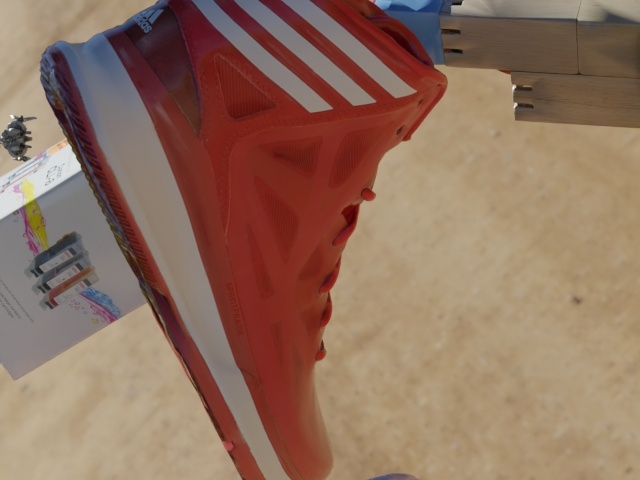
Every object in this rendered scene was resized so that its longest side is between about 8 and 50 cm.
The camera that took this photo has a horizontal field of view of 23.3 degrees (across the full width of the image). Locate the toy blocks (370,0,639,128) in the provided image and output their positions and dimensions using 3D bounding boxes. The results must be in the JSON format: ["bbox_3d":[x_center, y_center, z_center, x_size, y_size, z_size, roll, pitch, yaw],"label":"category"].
[{"bbox_3d":[0.183,-0.221,1.176,0.260,0.191,0.381,6,48,17],"label":"toy blocks"}]

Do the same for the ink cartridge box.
[{"bbox_3d":[-0.209,0.001,1.282,0.176,0.127,0.128,-30,21,8],"label":"ink cartridge box"}]

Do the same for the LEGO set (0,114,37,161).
[{"bbox_3d":[-0.318,-0.111,1.574,0.054,0.083,0.023,-58,0,13],"label":"LEGO set"}]

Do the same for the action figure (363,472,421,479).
[{"bbox_3d":[-0.126,0.259,1.127,0.248,0.370,0.276,79,-156,-75],"label":"action figure"}]

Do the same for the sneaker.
[{"bbox_3d":[0.000,0.000,0.549,0.128,0.221,0.087,-28,46,-7],"label":"sneaker"}]
